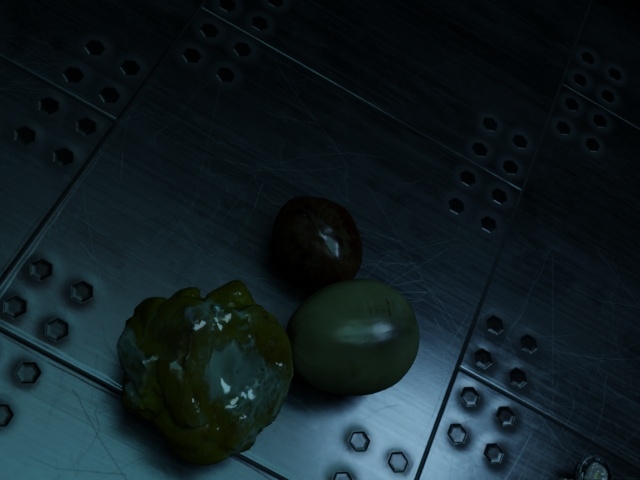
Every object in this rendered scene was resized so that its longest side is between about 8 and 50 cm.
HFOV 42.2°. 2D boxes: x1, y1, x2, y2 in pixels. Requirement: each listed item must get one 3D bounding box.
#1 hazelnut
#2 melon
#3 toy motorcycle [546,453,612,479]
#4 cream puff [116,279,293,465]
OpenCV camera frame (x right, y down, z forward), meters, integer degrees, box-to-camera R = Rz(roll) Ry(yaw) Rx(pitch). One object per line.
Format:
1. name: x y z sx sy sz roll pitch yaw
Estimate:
1. hazelnut: 0.000 0.000 1.913 0.234 0.218 0.218 43 60 7
2. melon: 0.075 0.213 1.809 0.308 0.272 0.272 -26 77 -24
3. toy motorcycle: 0.545 0.641 1.854 0.340 0.108 0.223 -23 86 -20
4. cream puff: -0.250 0.248 1.696 0.378 0.275 0.378 3 86 -41
